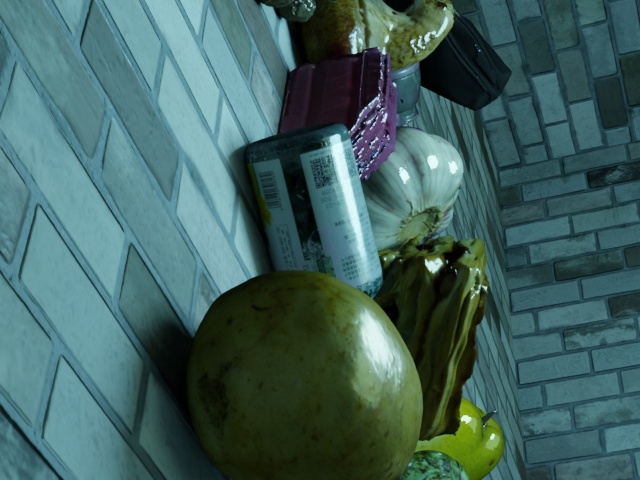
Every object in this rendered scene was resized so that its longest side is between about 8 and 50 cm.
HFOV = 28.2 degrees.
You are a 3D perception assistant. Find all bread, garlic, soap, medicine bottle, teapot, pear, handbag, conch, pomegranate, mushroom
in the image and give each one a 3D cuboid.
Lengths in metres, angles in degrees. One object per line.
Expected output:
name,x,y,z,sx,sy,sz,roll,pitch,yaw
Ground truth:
bread,0.135,0.132,1.942,0.370,0.192,0.314,-61,163,-82
garlic,0.082,-0.103,2.035,0.253,0.245,0.245,48,3,22
soap,0.026,-0.178,1.901,0.250,0.162,0.099,-81,161,-50
medicine bottle,0.000,0.000,1.678,0.141,0.141,0.293,-44,121,-73
teapot,0.153,-0.296,2.559,0.148,0.116,0.146,-109,-175,-63
pear,0.234,0.358,2.247,0.267,0.178,0.266,-7,90,-74
handbag,0.207,-0.434,2.610,0.152,0.342,0.288,-54,143,-7
conch,0.185,0.439,2.088,0.181,0.124,0.187,32,60,-61
pomegranate,-0.015,0.154,1.310,0.260,0.261,0.260,-12,90,-76
mushroom,0.064,-0.327,2.114,0.267,0.255,0.267,26,52,-39

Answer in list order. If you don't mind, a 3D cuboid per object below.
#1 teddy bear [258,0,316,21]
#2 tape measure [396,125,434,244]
teddy bear,-0.001,-0.416,1.916,0.177,0.190,0.140,10,76,-69
tape measure,0.131,-0.080,2.267,0.231,0.149,0.245,-28,114,-78
